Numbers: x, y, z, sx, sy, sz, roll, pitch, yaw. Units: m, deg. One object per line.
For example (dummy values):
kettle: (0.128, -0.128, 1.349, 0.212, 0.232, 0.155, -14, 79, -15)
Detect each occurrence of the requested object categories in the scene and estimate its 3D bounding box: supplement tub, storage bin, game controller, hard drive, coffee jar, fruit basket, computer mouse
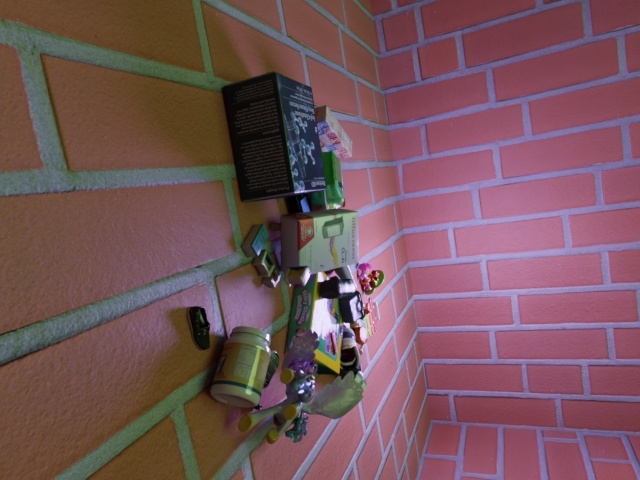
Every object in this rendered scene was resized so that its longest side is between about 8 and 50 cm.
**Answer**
supplement tub: (-0.226, 0.367, 1.280, 0.144, 0.144, 0.200, 57, 35, -45)
storage bin: (0.139, 0.301, 1.942, 0.091, 0.098, 0.135, -28, 109, -56)
game controller: (-0.064, -0.094, 1.869, 0.166, 0.067, 0.320, -46, 126, -60)
hard drive: (0.069, 0.067, 2.022, 0.203, 0.040, 0.308, 48, -16, 56)
coffee jar: (0.069, 0.198, 1.800, 0.184, 0.096, 0.079, 10, 70, -65)
fruit basket: (0.046, -0.236, 2.031, 0.353, 0.165, 0.327, 60, 24, -59)
computer mouse: (-0.194, 0.454, 1.463, 0.106, 0.042, 0.193, 63, 36, -30)

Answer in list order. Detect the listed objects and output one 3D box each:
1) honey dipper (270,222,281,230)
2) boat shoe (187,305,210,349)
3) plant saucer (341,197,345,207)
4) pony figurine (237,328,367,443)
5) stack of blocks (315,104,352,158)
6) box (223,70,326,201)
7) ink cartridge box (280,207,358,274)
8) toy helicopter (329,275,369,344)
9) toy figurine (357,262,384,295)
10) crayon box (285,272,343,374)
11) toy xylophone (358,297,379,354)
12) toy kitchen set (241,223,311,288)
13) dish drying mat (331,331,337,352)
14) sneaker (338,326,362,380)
honey dipper: (-0.148, -0.060, 1.720, 0.160, 0.030, 0.031, -25, 106, -69)
boat shoe: (-0.328, 0.244, 1.212, 0.049, 0.041, 0.133, -43, 124, -64)
plant saucer: (0.114, -0.217, 2.369, 0.083, 0.013, 0.084, -7, 90, -67)
pony figurine: (-0.065, 0.499, 1.427, 0.351, 0.302, 0.363, -49, 158, -3)
stack of blocks: (0.012, -0.479, 2.013, 0.297, 0.171, 0.087, 40, 48, -56)
box: (-0.150, -0.352, 1.563, 0.293, 0.211, 0.396, -23, 105, -66)
ink cartridge box: (0.000, 0.000, 1.720, 0.306, 0.131, 0.226, -11, 105, -37)
toy helicopter: (0.131, 0.325, 2.128, 0.235, 0.140, 0.355, -44, 114, -56)
toy figurine: (0.265, 0.203, 2.523, 0.159, 0.130, 0.173, 44, 68, -36)
crayon box: (-0.010, 0.339, 1.829, 0.313, 0.105, 0.363, 49, 40, -50)
toy xylophone: (0.248, 0.472, 2.407, 0.323, 0.081, 0.237, -49, 129, -59)
toy kitchen set: (-0.141, 0.051, 1.528, 0.122, 0.165, 0.207, -69, 145, -46)
dish drying mat: (0.059, 0.421, 1.814, 0.032, 0.008, 0.084, -19, 101, -64)
sneaker: (0.123, 0.561, 2.001, 0.127, 0.126, 0.322, -93, 172, -63)
